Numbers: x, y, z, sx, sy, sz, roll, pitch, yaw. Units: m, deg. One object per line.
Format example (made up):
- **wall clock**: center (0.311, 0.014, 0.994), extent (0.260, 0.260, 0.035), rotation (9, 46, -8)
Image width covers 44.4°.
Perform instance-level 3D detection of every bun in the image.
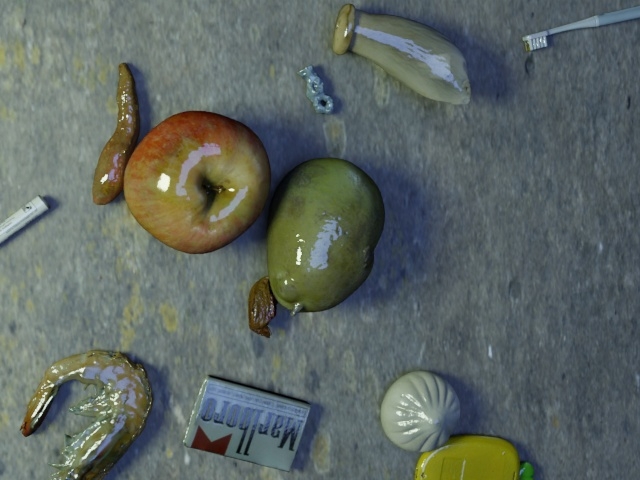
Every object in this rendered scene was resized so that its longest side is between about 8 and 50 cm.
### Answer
- **bun**: center (0.173, 0.289, 1.293), extent (0.138, 0.094, 0.138), rotation (-1, 96, -15)

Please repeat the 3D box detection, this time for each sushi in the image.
- **sushi**: center (-0.088, 0.101, 1.219), extent (0.047, 0.050, 0.099), rotation (6, 82, -14)

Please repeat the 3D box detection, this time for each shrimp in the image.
- **shrimp**: center (-0.358, 0.269, 1.142), extent (0.253, 0.058, 0.173), rotation (-44, 98, -11)

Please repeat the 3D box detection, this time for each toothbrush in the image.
- **toothbrush**: center (0.509, -0.391, 1.399), extent (0.342, 0.025, 0.030), rotation (-19, 105, -16)

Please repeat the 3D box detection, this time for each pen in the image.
- **pen**: center (-0.472, 0.006, 1.104), extent (0.204, 0.025, 0.025), rotation (-39, 103, -11)

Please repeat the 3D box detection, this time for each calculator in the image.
- **calculator**: center (0.273, 0.412, 1.362), extent (0.235, 0.032, 0.146), rotation (8, 91, -16)

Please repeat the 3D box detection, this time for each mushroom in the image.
- **mushroom**: center (0.135, -0.300, 1.248), extent (0.247, 0.096, 0.108), rotation (24, 86, -13)

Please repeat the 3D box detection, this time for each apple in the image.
- **apple**: center (-0.176, -0.083, 1.124), extent (0.210, 0.164, 0.209), rotation (-7, 107, -23)

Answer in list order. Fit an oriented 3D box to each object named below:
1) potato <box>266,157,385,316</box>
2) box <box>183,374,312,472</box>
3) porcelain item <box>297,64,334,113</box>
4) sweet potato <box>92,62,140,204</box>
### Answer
- **potato**: center (0.000, 0.000, 1.192), extent (0.174, 0.159, 0.251), rotation (15, 75, 8)
- **box**: center (-0.112, 0.288, 1.229), extent (0.178, 0.036, 0.115), rotation (19, 88, -18)
- **porcelain item**: center (-0.006, -0.236, 1.239), extent (0.036, 0.028, 0.083), rotation (-35, 104, -16)
- **sweet potato**: center (-0.292, -0.155, 1.144), extent (0.050, 0.050, 0.214), rotation (13, 85, -18)
